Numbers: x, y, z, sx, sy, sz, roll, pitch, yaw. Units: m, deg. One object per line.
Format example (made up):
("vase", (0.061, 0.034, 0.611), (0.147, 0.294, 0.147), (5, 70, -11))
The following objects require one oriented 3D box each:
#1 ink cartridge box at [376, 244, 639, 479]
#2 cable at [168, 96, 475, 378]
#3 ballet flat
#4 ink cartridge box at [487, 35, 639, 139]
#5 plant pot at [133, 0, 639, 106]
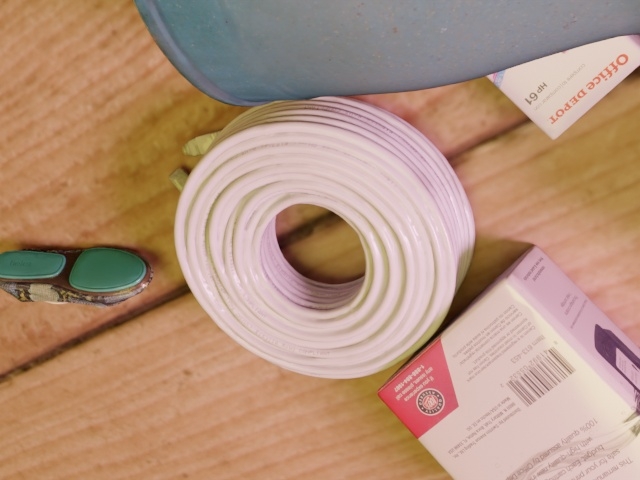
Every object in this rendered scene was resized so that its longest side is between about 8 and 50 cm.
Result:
("ink cartridge box", (0.195, 0.153, 0.635), (0.237, 0.100, 0.172), (47, 122, 9))
("cable", (0.000, 0.000, 0.660), (0.257, 0.089, 0.257), (-22, 106, 27))
("ballet flat", (-0.253, 0.043, 0.794), (0.189, 0.070, 0.070), (6, 117, 19))
("ink cartridge box", (0.163, -0.149, 0.551), (0.122, 0.052, 0.088), (41, 121, -5))
("plant pot", (0.068, -0.206, 0.410), (0.255, 0.271, 0.271), (7, 118, 24))
